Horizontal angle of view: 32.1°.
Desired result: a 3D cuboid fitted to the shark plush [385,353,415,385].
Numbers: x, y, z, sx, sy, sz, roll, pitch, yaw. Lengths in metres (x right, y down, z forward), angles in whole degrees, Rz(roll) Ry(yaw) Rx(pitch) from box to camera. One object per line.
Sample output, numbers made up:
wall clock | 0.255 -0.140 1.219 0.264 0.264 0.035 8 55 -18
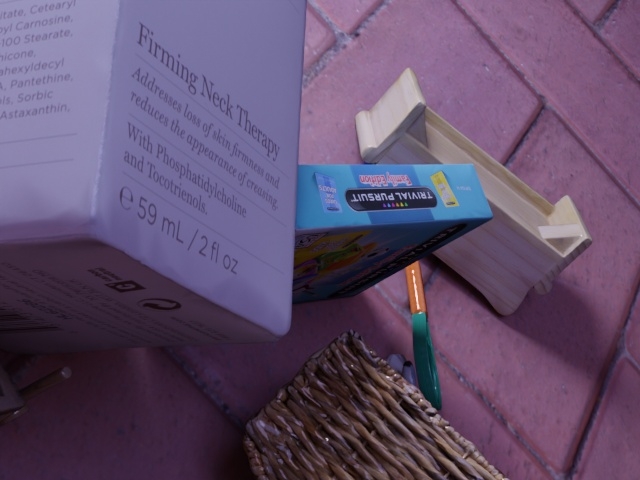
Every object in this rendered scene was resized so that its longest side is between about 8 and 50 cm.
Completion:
shark plush | 0.113 0.220 1.417 0.067 0.073 0.161 30 34 -65

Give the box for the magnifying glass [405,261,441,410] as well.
magnifying glass | 0.135 0.123 1.492 0.092 0.026 0.231 66 17 -49

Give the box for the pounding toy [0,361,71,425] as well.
pounding toy | -0.329 0.132 1.018 0.181 0.206 0.094 -32 86 -3

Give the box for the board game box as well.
board game box | 0.000 0.000 1.294 0.336 0.254 0.079 -4 69 -46

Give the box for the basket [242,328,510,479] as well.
basket | 0.062 0.283 1.251 0.299 0.223 0.213 44 80 11

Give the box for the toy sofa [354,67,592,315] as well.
toy sofa | 0.205 -0.067 1.629 0.363 0.177 0.150 35 22 -18

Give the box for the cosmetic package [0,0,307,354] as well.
cosmetic package | -0.228 -0.126 1.015 0.329 0.328 0.393 37 52 -60
